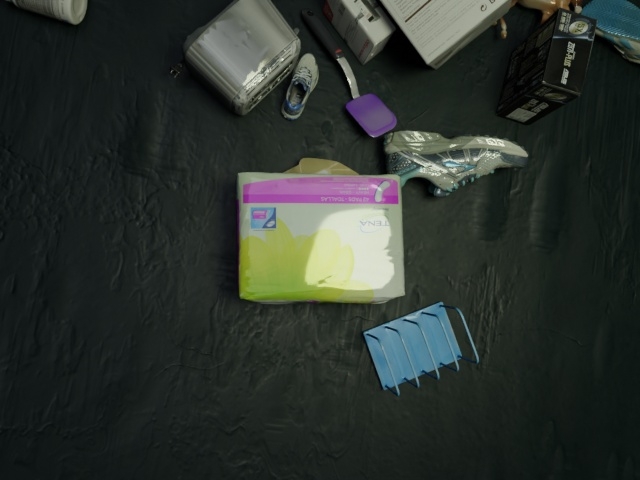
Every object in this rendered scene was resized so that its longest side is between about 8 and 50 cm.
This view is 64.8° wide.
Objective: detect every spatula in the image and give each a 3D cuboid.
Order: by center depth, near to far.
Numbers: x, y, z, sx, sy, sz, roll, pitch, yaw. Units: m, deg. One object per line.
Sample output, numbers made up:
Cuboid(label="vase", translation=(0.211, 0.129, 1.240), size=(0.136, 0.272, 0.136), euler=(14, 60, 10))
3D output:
Cuboid(label="spatula", translation=(0.049, -0.333, 0.985), size=(0.084, 0.030, 0.296), euler=(-30, 88, -27))

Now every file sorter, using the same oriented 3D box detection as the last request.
Cuboid(label="file sorter", translation=(0.186, 0.200, 0.937), size=(0.170, 0.104, 0.118), euler=(-20, 89, -9))

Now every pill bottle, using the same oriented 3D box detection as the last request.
Cuboid(label="pill bottle", translation=(-0.497, -0.442, 0.894), size=(0.137, 0.078, 0.078), euler=(15, 84, -7))

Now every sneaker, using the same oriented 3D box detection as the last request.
Cuboid(label="sneaker", translation=(-0.034, -0.299, 0.962), size=(0.052, 0.058, 0.135), euler=(17, 83, -7))
Cuboid(label="sneaker", translation=(0.259, -0.144, 0.985), size=(0.283, 0.110, 0.122), euler=(3, 97, -1))
Cuboid(label="sneaker", translation=(0.652, -0.429, 1.062), size=(0.229, 0.092, 0.087), euler=(33, 84, 15))

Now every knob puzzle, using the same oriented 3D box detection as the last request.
Cuboid(label="knob puzzle", translation=(0.006, -0.068, 0.967), size=(0.213, 0.030, 0.213), euler=(1, 86, -8))

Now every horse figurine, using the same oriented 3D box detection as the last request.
Cuboid(label="horse figurine", translation=(0.426, -0.487, 1.035), size=(0.264, 0.066, 0.174), euler=(12, 74, -2))

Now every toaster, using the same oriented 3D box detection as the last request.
Cuboid(label="toaster", translation=(-0.143, -0.333, 0.914), size=(0.146, 0.129, 0.227), euler=(45, 80, -5))

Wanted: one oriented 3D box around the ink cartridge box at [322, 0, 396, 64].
Cuboid(label="ink cartridge box", translation=(0.072, -0.422, 0.965), size=(0.056, 0.099, 0.135), euler=(-38, 93, -10))

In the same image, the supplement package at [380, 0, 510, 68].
Cuboid(label="supplement package", translation=(0.188, -0.489, 0.921), size=(0.175, 0.177, 0.293), euler=(-36, 92, 23))

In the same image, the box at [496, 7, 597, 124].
Cuboid(label="box", translation=(0.428, -0.325, 0.970), size=(0.078, 0.180, 0.147), euler=(16, 83, -5))

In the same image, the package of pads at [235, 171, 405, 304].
Cuboid(label="package of pads", translation=(0.000, 0.000, 0.894), size=(0.297, 0.101, 0.229), euler=(-1, 86, -8))
